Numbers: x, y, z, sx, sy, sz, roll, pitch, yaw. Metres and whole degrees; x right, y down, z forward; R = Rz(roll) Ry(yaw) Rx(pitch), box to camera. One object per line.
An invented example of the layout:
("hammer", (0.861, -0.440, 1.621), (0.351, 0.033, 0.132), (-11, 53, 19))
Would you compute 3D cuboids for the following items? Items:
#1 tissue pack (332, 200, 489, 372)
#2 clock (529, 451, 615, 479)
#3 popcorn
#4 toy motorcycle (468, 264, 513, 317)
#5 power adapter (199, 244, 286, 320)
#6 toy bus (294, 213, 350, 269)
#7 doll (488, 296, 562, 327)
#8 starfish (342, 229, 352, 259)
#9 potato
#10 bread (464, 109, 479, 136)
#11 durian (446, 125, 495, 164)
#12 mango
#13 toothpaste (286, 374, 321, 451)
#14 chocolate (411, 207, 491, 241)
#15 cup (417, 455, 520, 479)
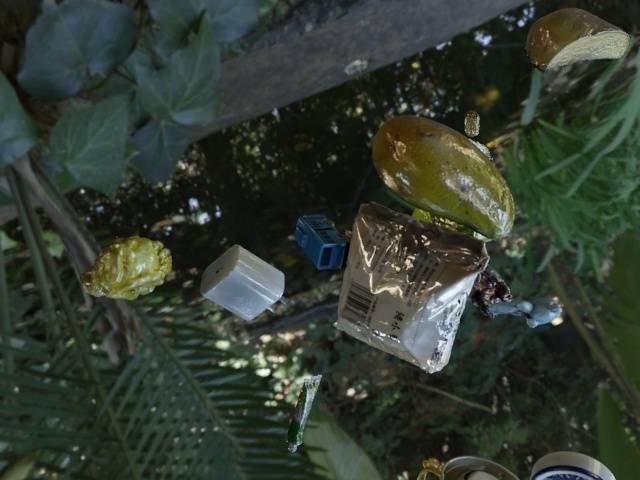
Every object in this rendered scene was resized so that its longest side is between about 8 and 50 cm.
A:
("tissue pack", (0.217, 0.120, 1.719), (0.195, 0.390, 0.375), (-6, 116, -55))
("clock", (0.698, 0.693, 1.803), (0.230, 0.230, 0.083), (-36, -172, 37))
("popcorn", (-0.572, 0.077, 1.914), (0.266, 0.192, 0.233), (-20, -173, -17))
("toy motorcycle", (0.483, 0.147, 2.012), (0.134, 0.207, 0.401), (-49, 165, 24))
("power adapter", (-0.219, 0.147, 2.029), (0.255, 0.124, 0.187), (34, 125, -30))
("toy bus", (0.000, 0.000, 1.838), (0.106, 0.184, 0.090), (-5, 121, -26))
("doll", (0.532, 0.190, 1.694), (0.180, 0.075, 0.120), (-7, 171, 7))
("starfish", (0.167, 0.039, 2.022), (0.043, 0.228, 0.240), (-33, 135, -59))
("potato", (0.568, -0.466, 1.452), (0.243, 0.138, 0.098), (-13, 150, -21))
("bread", (0.475, -0.365, 2.039), (0.034, 0.049, 0.087), (-41, 137, -29))
("durian", (0.338, -0.192, 1.619), (0.252, 0.144, 0.139), (21, 122, -26))
("mango", (0.256, -0.133, 1.317), (0.175, 0.330, 0.176), (142, -28, -89))
("toothpaste", (-0.053, 0.505, 1.899), (0.078, 0.047, 0.247), (-2, 113, -49))
("chocolate", (0.560, -0.094, 2.649), (0.301, 0.289, 0.136), (-8, 113, -54))
("cup", (0.296, 0.575, 1.369), (0.186, 0.241, 0.226), (-8, 119, -41))
